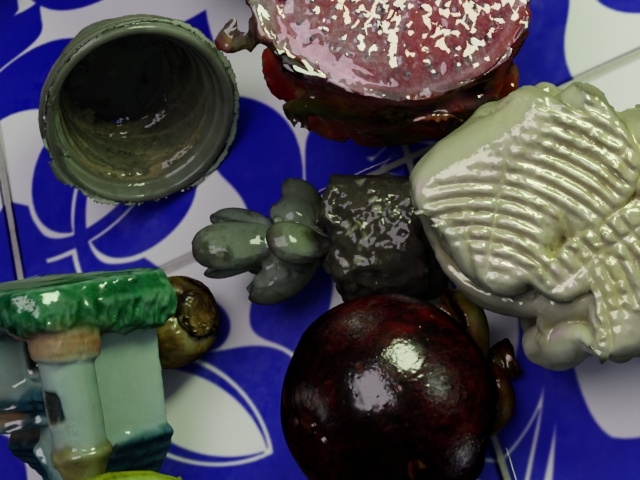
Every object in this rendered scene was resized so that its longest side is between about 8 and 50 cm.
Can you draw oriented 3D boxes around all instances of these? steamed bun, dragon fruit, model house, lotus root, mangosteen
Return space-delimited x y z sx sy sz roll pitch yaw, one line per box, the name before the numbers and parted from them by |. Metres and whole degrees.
steamed bun | 0.258 -0.020 1.713 0.320 0.206 0.275 40 100 7
dragon fruit | 0.069 -0.240 1.866 0.314 0.263 0.296 11 79 5
model house | -0.277 0.202 1.866 0.267 0.194 0.325 -5 96 47
lotus root | -0.197 0.090 1.964 0.190 0.094 0.108 -3 34 36
mangosteen | 0.089 0.153 1.733 0.265 0.228 0.228 -20 50 -31

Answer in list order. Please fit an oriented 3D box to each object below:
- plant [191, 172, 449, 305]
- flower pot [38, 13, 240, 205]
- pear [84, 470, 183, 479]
plant | 0.000 -0.001 1.864 0.274 0.146 0.149 -2 70 26
flower pot | -0.220 -0.167 2.032 0.235 0.235 0.140 -43 33 4
pear | -0.171 0.434 1.722 0.318 0.238 0.342 -46 68 17
